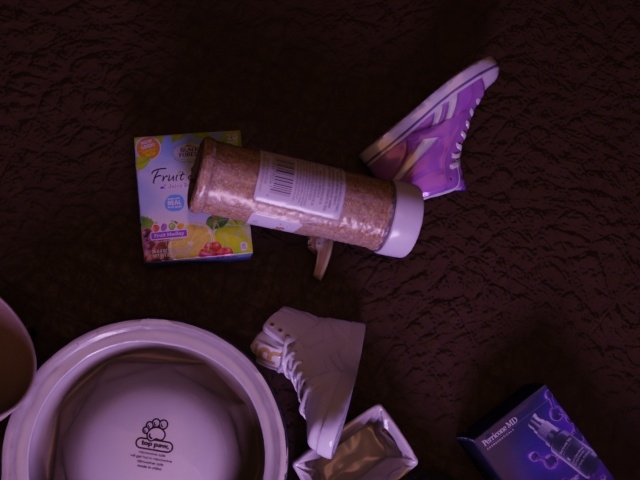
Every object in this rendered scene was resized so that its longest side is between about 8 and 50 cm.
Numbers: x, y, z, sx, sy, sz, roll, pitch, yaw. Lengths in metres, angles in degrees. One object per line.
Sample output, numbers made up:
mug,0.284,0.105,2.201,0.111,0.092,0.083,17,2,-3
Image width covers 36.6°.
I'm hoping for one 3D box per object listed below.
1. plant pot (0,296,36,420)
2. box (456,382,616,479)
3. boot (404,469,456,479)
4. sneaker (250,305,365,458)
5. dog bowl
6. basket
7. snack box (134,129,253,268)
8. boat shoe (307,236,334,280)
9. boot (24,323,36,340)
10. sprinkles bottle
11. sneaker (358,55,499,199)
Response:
plant pot,-0.575,0.215,1.337,0.256,0.256,0.274,47,118,3
box,0.341,0.352,1.529,0.153,0.108,0.207,-36,86,-11
boot,0.085,0.458,1.466,0.222,0.338,0.118,-48,49,26
sneaker,-0.032,0.205,1.453,0.169,0.292,0.108,15,118,0
dog bowl,-0.254,0.323,1.444,0.408,0.150,0.408,1,79,-6
basket,0.048,0.343,1.498,0.167,0.103,0.113,-32,85,-12
snack box,-0.206,-0.067,1.559,0.174,0.070,0.207,-6,79,-9
boat shoe,0.000,0.000,1.585,0.045,0.050,0.135,12,69,-1
boot,-0.550,0.169,1.478,0.137,0.077,0.198,43,77,7
sprinkles bottle,-0.022,-0.066,1.503,0.355,0.121,0.121,12,78,-14
sneaker,0.218,-0.172,1.621,0.282,0.102,0.161,-41,90,-1
